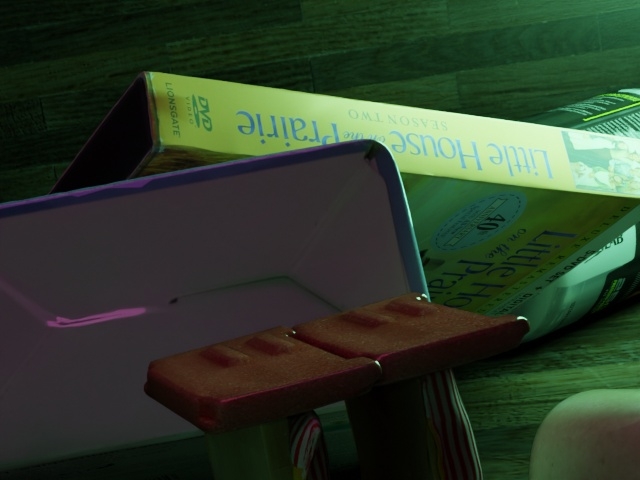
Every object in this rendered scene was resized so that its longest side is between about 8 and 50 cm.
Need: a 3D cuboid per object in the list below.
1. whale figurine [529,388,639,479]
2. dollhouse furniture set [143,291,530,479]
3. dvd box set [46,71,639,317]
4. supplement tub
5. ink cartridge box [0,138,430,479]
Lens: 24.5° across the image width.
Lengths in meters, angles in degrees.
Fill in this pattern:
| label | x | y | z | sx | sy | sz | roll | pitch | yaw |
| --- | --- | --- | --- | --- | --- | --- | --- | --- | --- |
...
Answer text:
| label | x | y | z | sx | sy | sz | roll | pitch | yaw |
| --- | --- | --- | --- | --- | --- | --- | --- | --- | --- |
| whale figurine | 0.211 | 0.149 | 0.743 | 0.216 | 0.141 | 0.272 | -3 | -12 | 26 |
| dollhouse furniture set | 0.067 | 0.154 | 0.566 | 0.152 | 0.201 | 0.374 | -14 | 11 | -21 |
| dvd box set | 0.000 | 0.000 | 1.106 | 0.420 | 0.062 | 0.307 | 5 | -28 | -32 |
| supplement tub | 0.250 | -0.033 | 1.380 | 0.316 | 0.194 | 0.193 | -19 | 14 | -37 |
| ink cartridge box | -0.077 | 0.081 | 0.956 | 0.270 | 0.151 | 0.395 | -10 | -16 | -2 |
